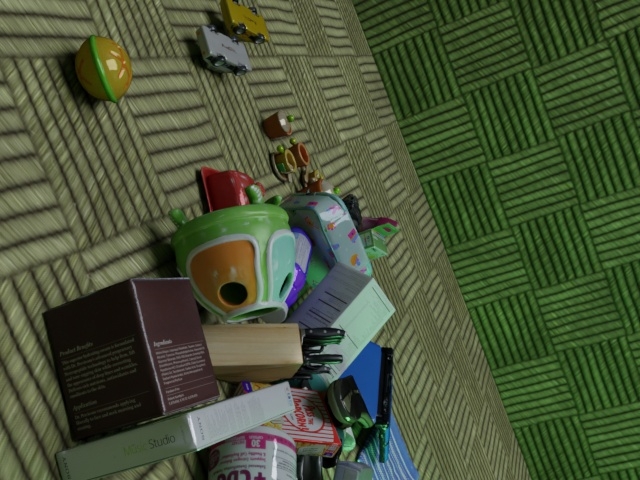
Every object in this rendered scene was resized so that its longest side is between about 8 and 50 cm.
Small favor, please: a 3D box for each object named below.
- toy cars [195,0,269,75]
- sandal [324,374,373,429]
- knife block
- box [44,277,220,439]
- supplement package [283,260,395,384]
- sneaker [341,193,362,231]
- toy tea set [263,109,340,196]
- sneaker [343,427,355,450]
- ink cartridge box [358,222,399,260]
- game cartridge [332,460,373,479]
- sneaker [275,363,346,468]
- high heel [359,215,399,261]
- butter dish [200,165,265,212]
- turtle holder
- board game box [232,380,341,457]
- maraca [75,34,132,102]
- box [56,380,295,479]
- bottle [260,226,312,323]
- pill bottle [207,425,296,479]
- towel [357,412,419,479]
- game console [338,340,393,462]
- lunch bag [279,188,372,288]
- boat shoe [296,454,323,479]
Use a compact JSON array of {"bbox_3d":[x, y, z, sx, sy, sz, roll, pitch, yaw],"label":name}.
[{"bbox_3d":[-0.244,-0.530,2.051,0.176,0.087,0.393,55,29,-25],"label":"toy cars"},{"bbox_3d":[0.046,0.360,1.702,0.120,0.086,0.303,66,7,20],"label":"sandal"},{"bbox_3d":[-0.087,0.216,1.554,0.276,0.242,0.088,38,37,-55],"label":"knife block"},{"bbox_3d":[-0.284,0.176,1.192,0.167,0.168,0.203,5,68,-68],"label":"box"},{"bbox_3d":[0.035,0.195,1.856,0.244,0.134,0.139,-47,129,-15],"label":"supplement package"},{"bbox_3d":[0.077,-0.081,2.464,0.130,0.087,0.227,71,17,6],"label":"sneaker"},{"bbox_3d":[-0.041,-0.223,2.225,0.336,0.124,0.200,55,26,-37],"label":"toy tea set"},{"bbox_3d":[0.042,0.456,1.960,0.061,0.054,0.152,-93,162,-73],"label":"sneaker"},{"bbox_3d":[0.134,0.019,2.334,0.109,0.209,0.062,29,45,-61],"label":"ink cartridge box"},{"bbox_3d":[0.051,0.577,1.618,0.355,0.068,0.230,63,35,-71],"label":"game cartridge"},{"bbox_3d":[-0.019,0.392,1.763,0.121,0.108,0.302,-85,150,-56],"label":"sneaker"},{"bbox_3d":[0.175,0.045,2.445,0.082,0.117,0.244,-16,115,-74],"label":"high heel"},{"bbox_3d":[-0.182,-0.099,1.769,0.160,0.118,0.159,17,57,-66],"label":"butter dish"},{"bbox_3d":[-0.166,0.046,1.555,0.320,0.243,0.227,129,-54,-71],"label":"turtle holder"},{"bbox_3d":[-0.068,0.361,1.566,0.193,0.045,0.146,14,30,-31],"label":"board game box"},{"bbox_3d":[-0.401,-0.319,1.447,0.185,0.099,0.127,-129,-155,-75],"label":"maraca"},{"bbox_3d":[-0.207,0.292,1.198,0.322,0.232,0.058,7,64,-67],"label":"box"},{"bbox_3d":[-0.092,0.081,1.840,0.092,0.118,0.283,60,24,-29],"label":"bottle"},{"bbox_3d":[-0.121,0.482,1.350,0.160,0.160,0.283,49,29,-45],"label":"pill bottle"},{"bbox_3d":[0.195,0.644,2.186,0.243,0.040,0.336,68,21,-5],"label":"towel"},{"bbox_3d":[0.111,0.422,2.145,0.293,0.173,0.250,-78,168,-54],"label":"game console"},{"bbox_3d":[0.000,0.000,2.018,0.108,0.224,0.279,-37,114,-29],"label":"lunch bag"},{"bbox_3d":[-0.038,0.519,1.587,0.121,0.119,0.335,36,40,-57],"label":"boat shoe"}]
